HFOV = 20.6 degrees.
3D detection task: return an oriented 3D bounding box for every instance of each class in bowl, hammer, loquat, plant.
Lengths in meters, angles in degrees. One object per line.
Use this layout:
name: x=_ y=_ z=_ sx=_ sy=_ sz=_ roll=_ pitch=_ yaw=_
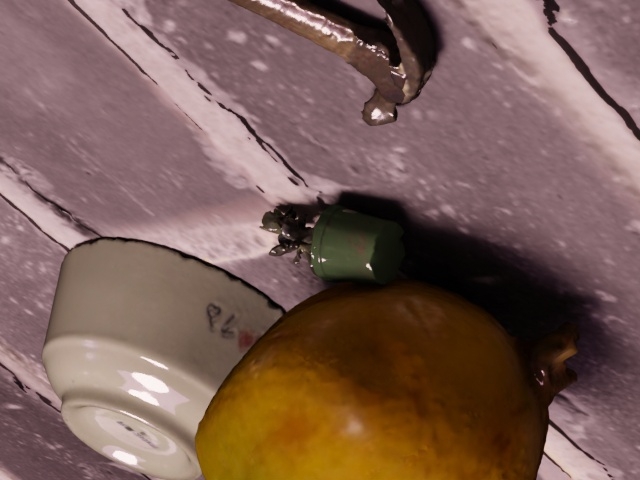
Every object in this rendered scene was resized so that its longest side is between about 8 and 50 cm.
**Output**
bowl: x=-0.118 y=0.103 z=1.300 sx=0.211 sy=0.112 sz=0.211 roll=20 pitch=153 yaw=11
hammer: x=-0.077 y=-0.148 z=0.927 sx=0.297 sy=0.027 sz=0.125 roll=26 pitch=152 yaw=-1
loquat: x=0.053 y=0.115 z=1.101 sx=0.246 sy=0.213 sz=0.213 roll=-26 pitch=131 yaw=16
plant: x=0.000 y=0.000 z=1.095 sx=0.102 sy=0.051 sz=0.051 roll=11 pitch=149 yaw=34
